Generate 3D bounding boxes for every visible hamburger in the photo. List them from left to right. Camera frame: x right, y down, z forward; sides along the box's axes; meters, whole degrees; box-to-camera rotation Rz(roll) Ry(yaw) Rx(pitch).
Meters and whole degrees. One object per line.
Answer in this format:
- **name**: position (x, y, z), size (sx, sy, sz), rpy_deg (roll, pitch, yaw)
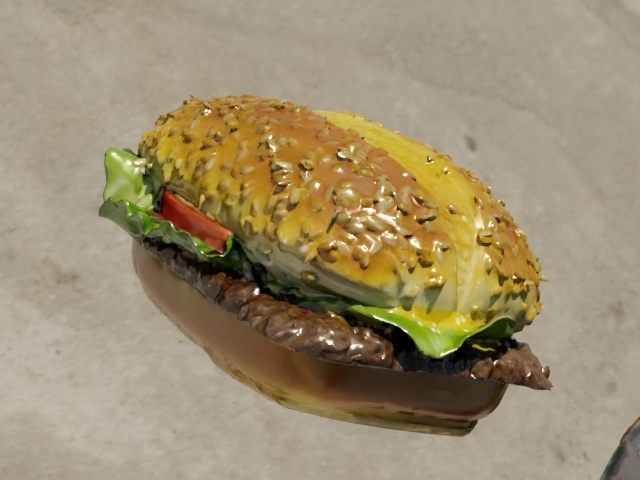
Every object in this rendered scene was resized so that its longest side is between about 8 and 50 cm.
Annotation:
- **hamburger**: position (0.000, 0.000, 0.415), size (0.137, 0.166, 0.087), rpy_deg (11, 102, -36)

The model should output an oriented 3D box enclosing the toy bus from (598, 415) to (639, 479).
- **toy bus**: position (0.348, 0.274, 0.949), size (0.112, 0.138, 0.317), rpy_deg (12, 34, -39)
